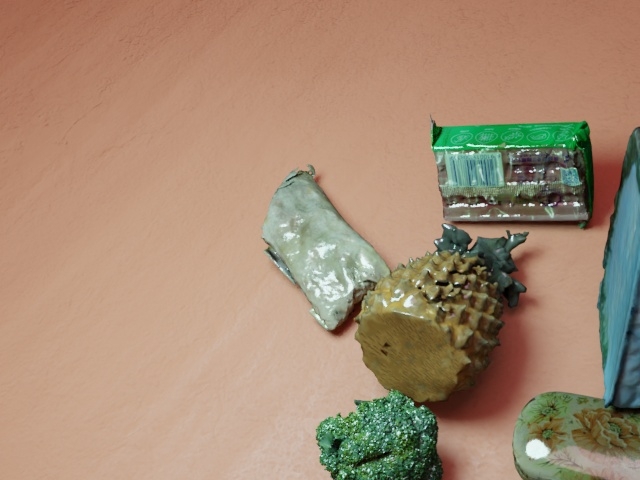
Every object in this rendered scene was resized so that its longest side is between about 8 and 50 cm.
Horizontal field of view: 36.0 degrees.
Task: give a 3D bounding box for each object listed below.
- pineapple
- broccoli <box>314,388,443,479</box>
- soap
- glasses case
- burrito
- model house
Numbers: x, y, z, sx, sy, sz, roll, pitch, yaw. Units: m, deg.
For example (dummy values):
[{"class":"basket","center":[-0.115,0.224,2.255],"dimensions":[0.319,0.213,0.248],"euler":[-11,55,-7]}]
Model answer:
[{"class":"pineapple","center":[0.217,0.085,1.595],"dimensions":[0.222,0.223,0.357],"euler":[18,42,27]},{"class":"broccoli","center":[0.092,0.315,1.477],"dimensions":[0.195,0.195,0.156],"euler":[-38,18,-13]},{"class":"soap","center":[0.329,-0.121,1.707],"dimensions":[0.273,0.218,0.098],"euler":[0,38,21]},{"class":"glasses case","center":[0.484,0.319,1.387],"dimensions":[0.425,0.098,0.157],"euler":[10,51,22]},{"class":"burrito","center":[-0.012,0.004,1.775],"dimensions":[0.175,0.107,0.348],"euler":[-21,52,-18]},{"class":"model house","center":[0.591,0.045,1.397],"dimensions":[0.338,0.360,0.297],"euler":[7,30,11]}]
